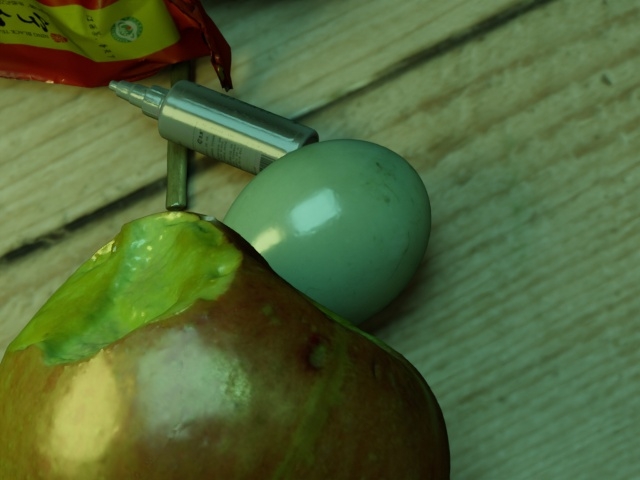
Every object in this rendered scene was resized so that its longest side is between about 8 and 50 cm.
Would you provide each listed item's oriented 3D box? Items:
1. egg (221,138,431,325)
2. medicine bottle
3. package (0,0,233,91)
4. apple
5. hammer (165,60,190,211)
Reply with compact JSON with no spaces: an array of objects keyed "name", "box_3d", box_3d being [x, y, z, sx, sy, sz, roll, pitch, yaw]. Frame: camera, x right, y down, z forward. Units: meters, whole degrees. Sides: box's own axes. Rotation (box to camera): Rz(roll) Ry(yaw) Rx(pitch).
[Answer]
[{"name":"egg","box_3d":[0.000,0.000,1.538,0.192,0.149,0.149,-31,57,-4]},{"name":"medicine bottle","box_3d":[-0.100,-0.105,1.670,0.199,0.057,0.058,22,66,18]},{"name":"package","box_3d":[-0.284,-0.240,1.720,0.423,0.196,0.123,8,61,20]},{"name":"apple","box_3d":[-0.082,0.162,1.354,0.339,0.339,0.339,-6,58,10]},{"name":"hammer","box_3d":[-0.132,-0.111,1.720,0.062,0.013,0.199,-7,57,10]}]
